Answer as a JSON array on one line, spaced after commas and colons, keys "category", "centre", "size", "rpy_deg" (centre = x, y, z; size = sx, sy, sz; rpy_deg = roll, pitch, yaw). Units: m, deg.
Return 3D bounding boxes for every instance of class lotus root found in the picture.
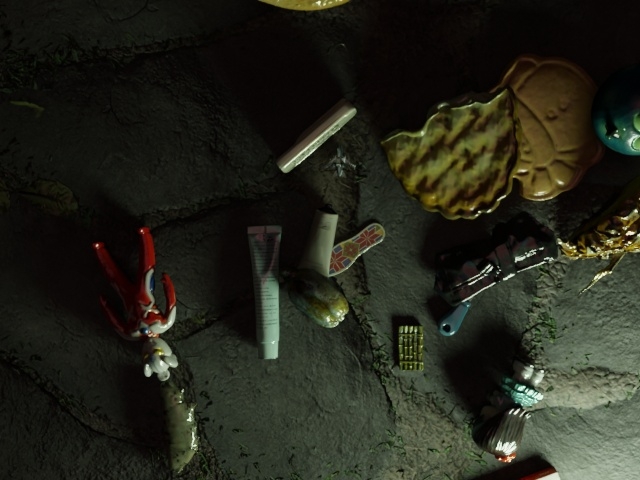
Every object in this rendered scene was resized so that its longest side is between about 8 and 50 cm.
[{"category": "lotus root", "centre": [-0.018, 0.131, 1.695], "size": [0.192, 0.088, 0.113], "rpy_deg": [42, 125, 2]}]

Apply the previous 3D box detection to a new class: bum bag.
[{"category": "bum bag", "centre": [0.408, 0.042, 1.660], "size": [0.310, 0.074, 0.137], "rpy_deg": [-27, 77, 9]}]

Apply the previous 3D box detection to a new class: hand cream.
[{"category": "hand cream", "centre": [0.000, 0.000, 1.710], "size": [0.087, 0.054, 0.186], "rpy_deg": [17, 101, 16]}, {"category": "hand cream", "centre": [-0.135, 0.129, 1.723], "size": [0.085, 0.058, 0.330], "rpy_deg": [-2, 94, 7]}]

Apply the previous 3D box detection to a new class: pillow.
[{"category": "pillow", "centre": [-0.355, 0.474, 1.770], "size": [0.093, 0.051, 0.241], "rpy_deg": [-5, 93, 10]}]

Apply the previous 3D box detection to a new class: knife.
[{"category": "knife", "centre": [0.361, 0.125, 1.700], "size": [0.058, 0.032, 0.244], "rpy_deg": [32, 91, 13]}]

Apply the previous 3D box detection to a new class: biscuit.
[{"category": "biscuit", "centre": [0.302, -0.219, 1.626], "size": [0.335, 0.078, 0.329], "rpy_deg": [17, 103, 19]}, {"category": "biscuit", "centre": [0.512, -0.259, 1.645], "size": [0.312, 0.057, 0.351], "rpy_deg": [41, 96, 2]}]

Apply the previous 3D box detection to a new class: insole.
[{"category": "insole", "centre": [0.077, 0.023, 1.725], "size": [0.193, 0.006, 0.065], "rpy_deg": [-35, 91, 7]}]

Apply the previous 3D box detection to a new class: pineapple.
[{"category": "pineapple", "centre": [0.706, -0.024, 1.595], "size": [0.335, 0.161, 0.158], "rpy_deg": [-37, 92, 4]}]

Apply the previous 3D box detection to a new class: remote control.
[{"category": "remote control", "centre": [-0.013, -0.252, 1.671], "size": [0.230, 0.090, 0.049], "rpy_deg": [-41, 89, 5]}]

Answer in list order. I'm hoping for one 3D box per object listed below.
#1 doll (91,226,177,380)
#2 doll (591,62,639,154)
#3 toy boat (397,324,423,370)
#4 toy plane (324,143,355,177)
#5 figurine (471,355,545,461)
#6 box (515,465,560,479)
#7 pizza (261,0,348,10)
[{"category": "doll", "centre": [-0.450, 0.167, 1.740], "size": [0.189, 0.099, 0.383], "rpy_deg": [-20, 89, 6]}, {"category": "doll", "centre": [0.729, -0.307, 1.542], "size": [0.322, 0.186, 0.198], "rpy_deg": [-33, 129, -28]}, {"category": "toy boat", "centre": [0.224, 0.266, 1.724], "size": [0.063, 0.016, 0.114], "rpy_deg": [-2, 93, 4]}, {"category": "toy plane", "centre": [0.047, -0.195, 1.700], "size": [0.079, 0.031, 0.083], "rpy_deg": [1, 97, 18]}, {"category": "figurine", "centre": [0.463, 0.411, 1.674], "size": [0.138, 0.110, 0.245], "rpy_deg": [29, 89, -15]}, {"category": "box", "centre": [0.496, 0.656, 1.713], "size": [0.230, 0.050, 0.122], "rpy_deg": [-24, 90, 6]}, {"category": "pizza", "centre": [-0.081, -0.685, 1.626], "size": [0.409, 0.114, 0.277], "rpy_deg": [27, 92, -8]}]
